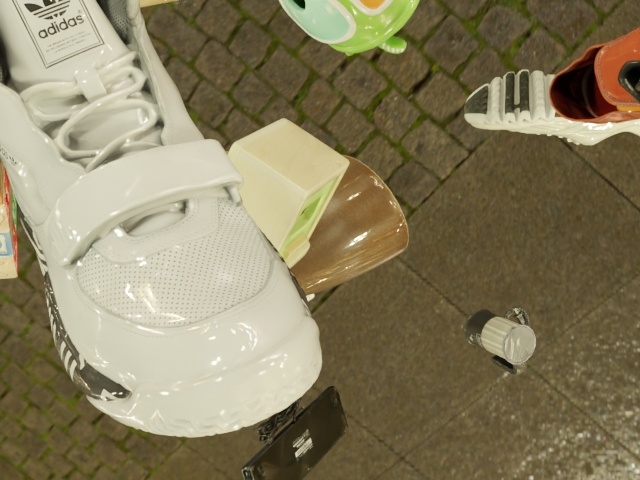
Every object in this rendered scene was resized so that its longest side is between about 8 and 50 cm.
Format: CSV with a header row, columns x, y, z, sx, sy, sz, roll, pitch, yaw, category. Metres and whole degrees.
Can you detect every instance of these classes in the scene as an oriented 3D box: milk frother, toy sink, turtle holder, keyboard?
x,y,z,sx,sy,sz,roll,pitch,yaw,category
0.408,0.195,1.673,0.143,0.134,0.129,-44,115,-11,milk frother
-0.079,-0.030,1.126,0.131,0.153,0.234,35,120,9,toy sink
0.027,-0.468,1.345,0.227,0.320,0.243,17,119,-40,turtle holder
-0.037,0.240,0.966,0.038,0.192,0.100,-2,109,35,keyboard

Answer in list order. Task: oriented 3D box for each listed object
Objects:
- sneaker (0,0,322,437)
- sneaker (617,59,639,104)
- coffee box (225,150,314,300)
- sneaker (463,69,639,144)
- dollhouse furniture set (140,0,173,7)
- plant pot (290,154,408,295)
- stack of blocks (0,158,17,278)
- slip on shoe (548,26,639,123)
x,y,z,sx,sy,sz,roll,pitch,yaw,category
-0.129,-0.056,0.460,0.137,0.366,0.210,-25,127,-19,sneaker
0.342,-0.140,0.741,0.078,0.188,0.067,19,102,-15,sneaker
-0.274,0.025,1.610,0.337,0.338,0.335,7,120,49,coffee box
0.362,-0.190,1.184,0.292,0.110,0.118,-1,141,24,sneaker
-0.389,-0.761,1.742,0.362,0.256,0.394,-15,73,-13,dollhouse furniture set
0.000,0.000,1.401,0.215,0.230,0.215,42,154,25,plant pot
-0.415,-0.037,0.655,0.297,0.087,0.171,-3,151,-17,stack of blocks
0.371,-0.193,0.905,0.101,0.331,0.123,-11,92,-12,slip on shoe
